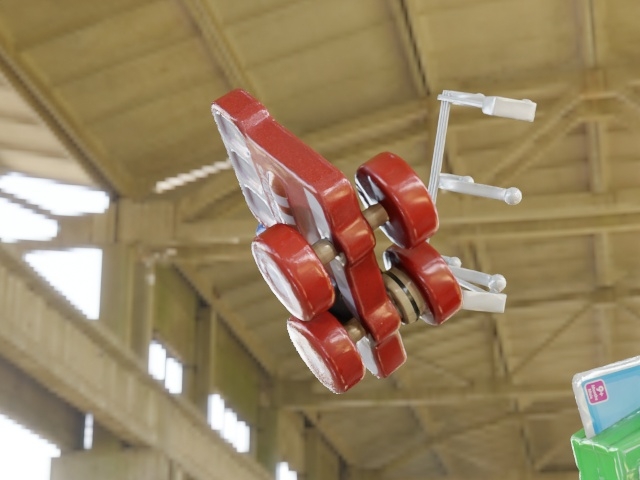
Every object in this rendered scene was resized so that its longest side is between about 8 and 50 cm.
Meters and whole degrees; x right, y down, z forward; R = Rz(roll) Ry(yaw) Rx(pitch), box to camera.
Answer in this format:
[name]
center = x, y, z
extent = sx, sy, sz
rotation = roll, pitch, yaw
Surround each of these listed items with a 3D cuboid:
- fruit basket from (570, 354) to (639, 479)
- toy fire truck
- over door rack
[fruit basket]
center = 0.470, 0.262, 1.572
extent = 0.353, 0.327, 0.165
rotation = -13, 4, -11
[toy fire truck]
center = 0.000, 0.000, 1.510
extent = 0.169, 0.254, 0.302
rotation = -34, -43, -14
[over door rack]
center = 0.197, -0.053, 1.698
extent = 0.108, 0.240, 0.324
rotation = 7, 7, -7
